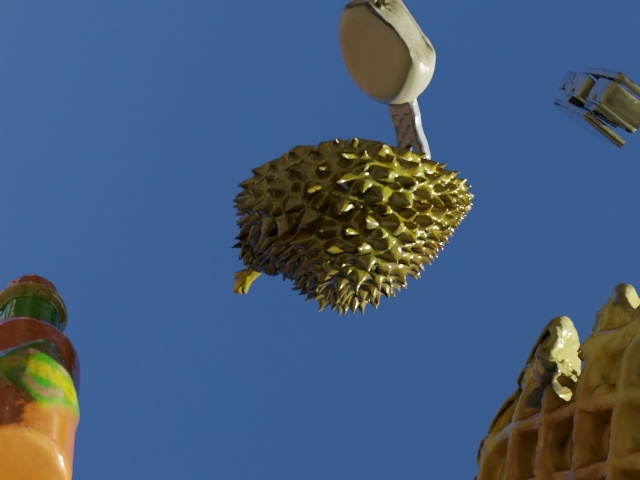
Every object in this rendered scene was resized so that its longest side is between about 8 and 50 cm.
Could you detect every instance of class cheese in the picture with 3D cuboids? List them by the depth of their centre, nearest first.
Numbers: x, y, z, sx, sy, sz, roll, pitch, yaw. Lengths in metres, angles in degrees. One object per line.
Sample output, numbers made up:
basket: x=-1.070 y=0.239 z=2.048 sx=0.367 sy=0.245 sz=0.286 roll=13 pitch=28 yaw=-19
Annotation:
cheese: x=0.075 y=-0.158 z=1.412 sx=0.092 sy=0.047 sz=0.171 roll=-32 pitch=-95 yaw=51

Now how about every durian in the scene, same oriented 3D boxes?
durian: x=0.000 y=0.000 z=1.055 sx=0.208 sy=0.146 sz=0.102 roll=-26 pitch=-137 yaw=37

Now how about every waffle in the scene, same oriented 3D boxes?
waffle: x=0.152 y=0.157 z=0.853 sx=0.261 sy=0.056 sz=0.250 roll=-64 pitch=-159 yaw=21

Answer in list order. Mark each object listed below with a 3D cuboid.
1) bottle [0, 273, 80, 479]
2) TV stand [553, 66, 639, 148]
bottle: x=-0.163 y=0.075 z=0.795 sx=0.069 sy=0.069 sz=0.187 roll=-42 pitch=-155 yaw=13
TV stand: x=0.207 y=-0.104 z=1.113 sx=0.036 sy=0.249 sz=0.042 roll=36 pitch=-82 yaw=-3
